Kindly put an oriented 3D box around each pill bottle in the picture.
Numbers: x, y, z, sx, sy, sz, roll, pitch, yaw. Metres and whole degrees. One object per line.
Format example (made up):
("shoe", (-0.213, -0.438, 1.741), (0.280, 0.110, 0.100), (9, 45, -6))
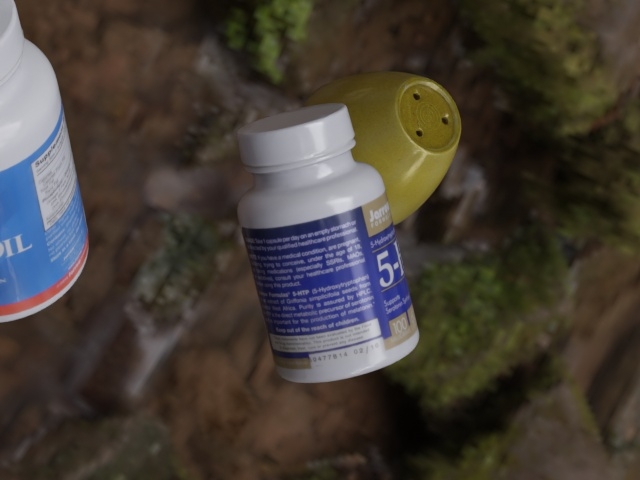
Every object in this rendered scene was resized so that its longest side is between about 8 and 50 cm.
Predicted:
("pill bottle", (-0.224, -0.060, 1.266), (0.124, 0.124, 0.221), (-41, 147, -28))
("pill bottle", (0.000, 0.000, 1.440), (0.112, 0.112, 0.187), (-25, 107, -41))

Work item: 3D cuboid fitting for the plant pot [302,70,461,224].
("plant pot", (0.062, -0.087, 1.638), (0.134, 0.095, 0.134), (13, 66, -32))
